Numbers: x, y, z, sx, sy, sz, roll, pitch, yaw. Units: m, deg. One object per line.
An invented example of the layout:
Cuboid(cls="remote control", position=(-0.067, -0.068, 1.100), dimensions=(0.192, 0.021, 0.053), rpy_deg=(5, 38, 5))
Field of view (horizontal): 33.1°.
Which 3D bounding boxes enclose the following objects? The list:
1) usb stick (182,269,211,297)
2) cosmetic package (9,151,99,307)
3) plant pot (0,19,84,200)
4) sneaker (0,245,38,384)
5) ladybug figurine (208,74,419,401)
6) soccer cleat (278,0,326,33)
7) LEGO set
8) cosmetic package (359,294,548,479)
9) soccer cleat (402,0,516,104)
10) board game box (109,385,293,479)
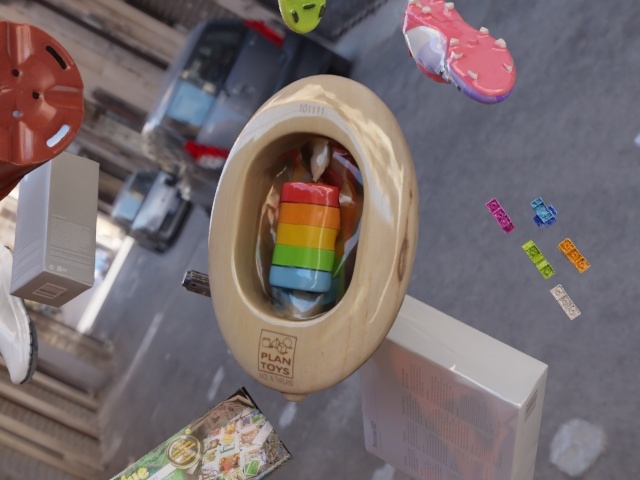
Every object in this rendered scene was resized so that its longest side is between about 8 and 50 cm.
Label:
Cuboid(cls="usb stick", position=(-0.160, 0.123, 2.310), dimensions=(0.077, 0.278, 0.045), rpy_deg=(145, 143, -77))
Cuboid(cls="cosmetic package", position=(-0.450, -0.022, 1.828), dimensions=(0.127, 0.107, 0.238), rpy_deg=(-28, 52, 43))
Cuboid(cls="plant pot", position=(-0.489, -0.187, 1.550), dimensions=(0.265, 0.272, 0.272), rpy_deg=(-10, 51, 51))
Cuboid(cls="sneaker", position=(-0.656, 0.161, 2.201), dimensions=(0.111, 0.129, 0.297), rpy_deg=(109, 143, -65))
Cuboid(cls="ladybug figurine", position=(0.000, 0.000, 1.502), dimensions=(0.162, 0.305, 0.449), rpy_deg=(10, -89, -65))
Cuboid(cls="soccer cleat", position=(-0.064, -0.474, 1.715), dimensions=(0.093, 0.289, 0.121), rpy_deg=(-28, 26, -26))
Cuboid(cls="LEGO set", position=(0.371, 0.012, 1.747), dimensions=(0.087, 0.227, 0.093), rpy_deg=(-36, -9, 8))
Cuboid(cls="cosmetic package", position=(0.201, 0.271, 1.699), dimensions=(0.097, 0.284, 0.377), rpy_deg=(-49, -30, -31))
Cuboid(cls="soccer cleat", position=(0.172, -0.225, 1.352), dimensions=(0.248, 0.083, 0.095), rpy_deg=(-122, 23, -47))
Cuboid(cls="board game box", position=(-0.183, 0.347, 1.608), dimensions=(0.260, 0.136, 0.030), rpy_deg=(-34, -14, -7))
